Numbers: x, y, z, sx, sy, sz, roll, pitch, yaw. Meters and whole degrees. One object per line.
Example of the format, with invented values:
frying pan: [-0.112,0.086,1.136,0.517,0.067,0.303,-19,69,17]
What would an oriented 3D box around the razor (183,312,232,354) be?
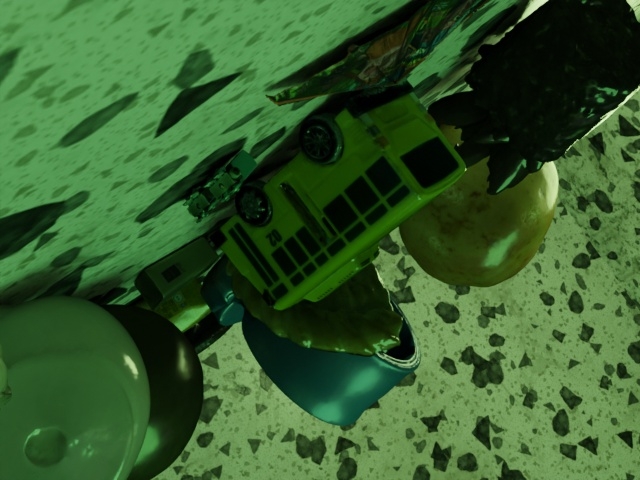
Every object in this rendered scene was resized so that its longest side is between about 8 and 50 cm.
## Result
razor: [-0.277,0.185,1.483,0.204,0.113,0.349,-33,174,-45]

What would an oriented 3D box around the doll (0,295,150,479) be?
doll: [-0.278,0.157,0.791,0.251,0.221,0.221,-50,180,-12]

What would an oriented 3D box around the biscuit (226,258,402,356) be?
biscuit: [-0.022,0.034,1.083,0.187,0.274,0.036,-12,141,-21]

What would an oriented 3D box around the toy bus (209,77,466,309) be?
toy bus: [0.014,-0.040,0.949,0.262,0.150,0.128,-40,175,39]

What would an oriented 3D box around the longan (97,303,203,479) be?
longan: [-0.246,0.175,0.986,0.246,0.215,0.246,-28,147,-20]

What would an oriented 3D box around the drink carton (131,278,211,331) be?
drink carton: [-0.252,0.126,1.276,0.200,0.075,0.084,-33,174,-18]

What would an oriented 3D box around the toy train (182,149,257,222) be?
toy train: [-0.096,-0.050,0.823,0.092,0.029,0.045,-34,-166,50]

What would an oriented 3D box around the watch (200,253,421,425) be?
watch: [-0.006,0.105,1.198,0.241,0.275,0.305,-43,164,21]

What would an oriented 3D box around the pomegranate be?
pomegranate: [0.282,-0.077,1.722,0.342,0.343,0.342,-35,176,-3]

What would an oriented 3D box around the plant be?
plant: [0.281,-0.194,1.168,0.194,0.182,0.320,-39,180,-30]

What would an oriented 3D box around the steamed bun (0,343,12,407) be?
steamed bun: [-0.267,0.091,0.500,0.182,0.106,0.183,-37,179,-1]

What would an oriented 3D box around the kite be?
kite: [0.082,-0.182,0.773,0.321,0.016,0.234,-34,174,-13]

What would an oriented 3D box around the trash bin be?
trash bin: [-0.178,0.038,1.099,0.092,0.043,0.061,-37,178,-31]
